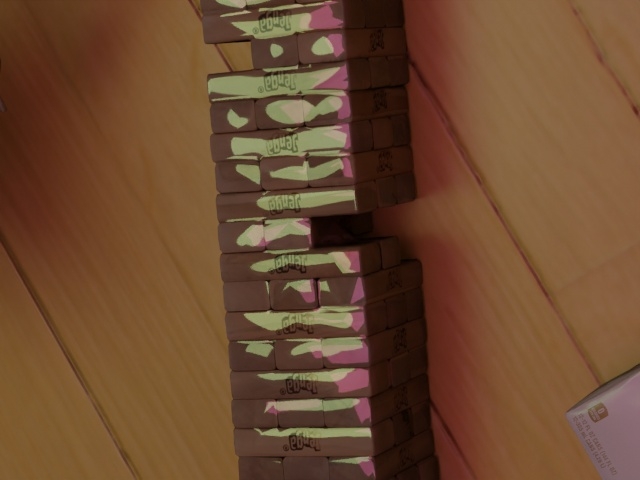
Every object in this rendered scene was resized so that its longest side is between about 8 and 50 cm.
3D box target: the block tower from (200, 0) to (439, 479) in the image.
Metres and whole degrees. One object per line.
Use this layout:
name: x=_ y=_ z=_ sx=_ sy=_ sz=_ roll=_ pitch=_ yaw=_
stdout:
block tower: x=0.000 y=0.000 z=1.116 sx=0.097 sy=0.091 sz=0.335 roll=-3 pitch=95 yaw=25

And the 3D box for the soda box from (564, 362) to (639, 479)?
soda box: x=0.221 y=0.163 z=1.046 sx=0.069 sy=0.074 sz=0.216 roll=-34 pitch=83 yaw=24

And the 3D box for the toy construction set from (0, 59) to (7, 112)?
toy construction set: x=-0.306 y=-0.135 z=1.190 sx=0.309 sy=0.237 sz=0.257 roll=27 pitch=63 yaw=35
